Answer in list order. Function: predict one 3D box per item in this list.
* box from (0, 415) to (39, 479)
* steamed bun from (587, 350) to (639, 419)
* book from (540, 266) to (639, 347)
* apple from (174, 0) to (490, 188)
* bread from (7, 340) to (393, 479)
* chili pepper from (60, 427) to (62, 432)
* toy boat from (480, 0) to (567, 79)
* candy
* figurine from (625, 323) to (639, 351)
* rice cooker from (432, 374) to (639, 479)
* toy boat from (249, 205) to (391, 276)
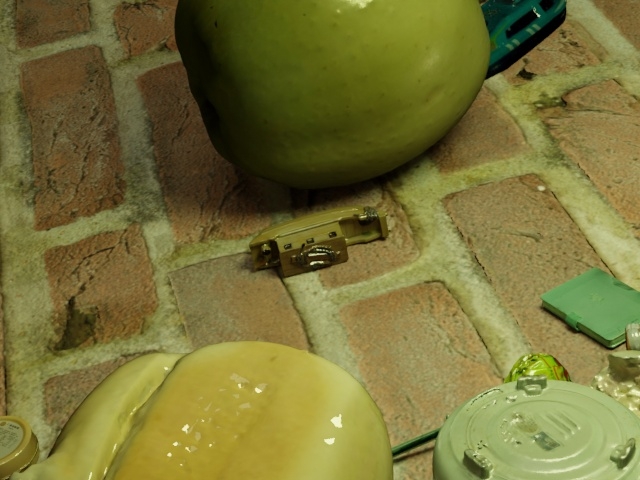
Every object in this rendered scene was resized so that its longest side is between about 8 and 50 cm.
[{"bbox_3d":[-0.403,0.263,1.887,0.106,0.037,0.105,-10,33,6],"label":"box"},{"bbox_3d":[0.357,0.206,1.564,0.200,0.170,0.225,-36,37,-28],"label":"steamed bun"},{"bbox_3d":[0.352,0.084,1.900,0.103,0.017,0.135,-26,34,-23],"label":"book"},{"bbox_3d":[0.011,-0.297,2.236,0.474,0.473,0.473,-10,32,6],"label":"apple"},{"bbox_3d":[-0.104,0.280,1.544,0.348,0.253,0.376,3,37,16],"label":"bread"},{"bbox_3d":[-0.223,0.236,1.823,0.192,0.084,0.086,1,67,26],"label":"chili pepper"},{"bbox_3d":[0.308,-0.380,2.577,0.134,0.092,0.299,12,40,40],"label":"toy boat"},{"bbox_3d":[0.167,0.208,1.743,0.262,0.073,0.077,-23,55,-2],"label":"candy"},{"bbox_3d":[0.453,0.116,1.750,0.197,0.093,0.147,-16,9,11],"label":"figurine"},{"bbox_3d":[0.210,0.272,1.444,0.226,0.244,0.226,-2,34,1],"label":"rice cooker"},{"bbox_3d":[0.000,0.000,2.129,0.201,0.057,0.077,-15,37,-4],"label":"toy boat"}]
